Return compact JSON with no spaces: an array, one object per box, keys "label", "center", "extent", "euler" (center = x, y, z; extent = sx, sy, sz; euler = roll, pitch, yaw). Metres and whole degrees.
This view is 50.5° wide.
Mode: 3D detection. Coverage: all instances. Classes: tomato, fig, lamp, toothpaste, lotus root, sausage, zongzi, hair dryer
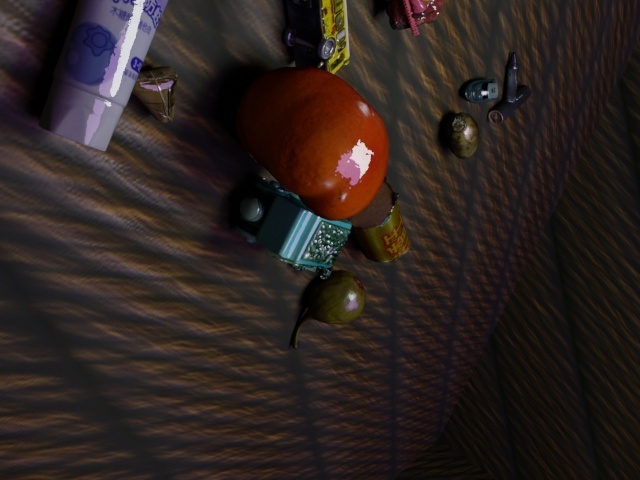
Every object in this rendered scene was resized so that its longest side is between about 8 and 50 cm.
[{"label":"tomato","center":[0.000,-0.147,1.010],"extent":[0.180,0.260,0.260],"euler":[-48,155,9]},{"label":"fig","center":[0.001,0.161,1.533],"extent":[0.236,0.124,0.124],"euler":[-42,161,25]},{"label":"lamp","center":[0.132,-0.446,1.078],"extent":[0.118,0.118,0.253],"euler":[-54,154,-7]},{"label":"toothpaste","center":[-0.206,-0.284,0.735],"extent":[0.125,0.080,0.371],"euler":[17,94,-60]},{"label":"lotus root","center":[0.350,-0.258,1.667],"extent":[0.080,0.089,0.179],"euler":[-16,160,13]},{"label":"sausage","center":[0.130,-0.017,1.518],"extent":[0.125,0.117,0.317],"euler":[-32,151,-1]},{"label":"zongzi","center":[-0.221,-0.176,0.848],"extent":[0.083,0.040,0.076],"euler":[-22,144,-33]},{"label":"hair dryer","center":[0.528,-0.434,1.839],"extent":[0.173,0.050,0.195],"euler":[-41,146,-36]}]

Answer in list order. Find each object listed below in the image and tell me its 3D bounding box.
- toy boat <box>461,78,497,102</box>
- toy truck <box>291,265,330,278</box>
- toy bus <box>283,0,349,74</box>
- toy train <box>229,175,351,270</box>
[{"label":"toy boat","center":[0.388,-0.365,1.659],"extent":[0.141,0.060,0.055],"euler":[-17,109,-45]},{"label":"toy truck","center":[0.000,-0.001,1.376],"extent":[0.078,0.080,0.154],"euler":[-66,173,-61]},{"label":"toy bus","center":[-0.011,-0.347,0.980],"extent":[0.074,0.081,0.226],"euler":[-48,149,-29]},{"label":"toy train","center":[-0.045,-0.027,1.160],"extent":[0.203,0.163,0.112],"euler":[6,111,-61]}]
